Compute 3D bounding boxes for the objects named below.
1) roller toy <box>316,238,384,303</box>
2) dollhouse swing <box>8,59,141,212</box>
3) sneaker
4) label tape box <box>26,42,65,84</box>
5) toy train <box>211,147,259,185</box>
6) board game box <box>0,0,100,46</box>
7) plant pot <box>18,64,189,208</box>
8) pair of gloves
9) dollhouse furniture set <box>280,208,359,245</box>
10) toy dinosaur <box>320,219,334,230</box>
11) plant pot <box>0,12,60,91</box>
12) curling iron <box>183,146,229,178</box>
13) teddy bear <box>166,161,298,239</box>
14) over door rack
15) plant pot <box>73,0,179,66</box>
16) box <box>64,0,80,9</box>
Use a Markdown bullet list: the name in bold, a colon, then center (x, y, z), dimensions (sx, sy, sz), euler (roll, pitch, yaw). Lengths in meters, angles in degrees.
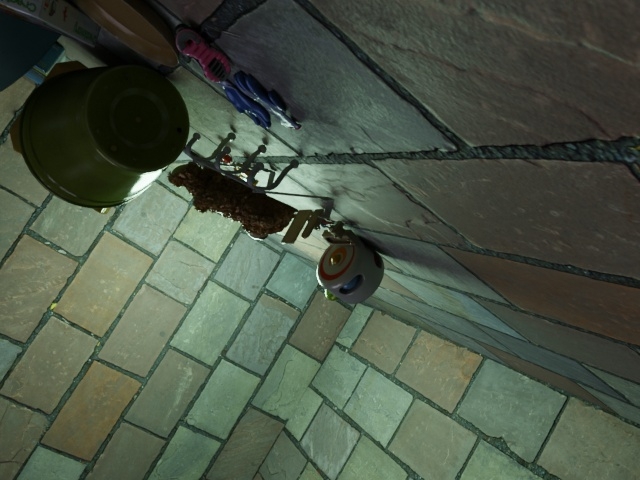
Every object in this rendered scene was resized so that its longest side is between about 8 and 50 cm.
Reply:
- **roller toy**: center (0.090, 0.086, 1.779), dimensions (0.146, 0.209, 0.191), euler (37, 157, -33)
- **dollhouse swing**: center (-0.674, -0.302, 1.655), dimensions (0.305, 0.346, 0.315), euler (32, 173, -15)
- **sneaker**: center (-0.193, -0.307, 0.921), dimensions (0.119, 0.047, 0.057), euler (41, -170, -50)
- **label tape box**: center (-0.857, -0.564, 1.603), dimensions (0.241, 0.105, 0.334), euler (34, 171, -23)
- **toy train**: center (-0.240, -0.218, 1.665), dimensions (0.125, 0.046, 0.166), euler (29, 169, 28)
- **board game box**: center (-0.538, -0.429, 1.018), dimensions (0.193, 0.053, 0.305), euler (19, -172, -8)
- **plant pot**: center (-0.494, -0.267, 1.370), dimensions (0.366, 0.366, 0.353), euler (36, 159, -32)
- **pair of gloves**: center (-0.123, -0.253, 1.038), dimensions (0.159, 0.023, 0.198), euler (37, 171, -40)
- **dollhouse furniture set**: center (0.000, 0.000, 1.696), dimensions (0.144, 0.123, 0.151), euler (0, 143, 47)
- **toy dinosaur**: center (0.001, -0.066, 1.793), dimensions (0.082, 0.047, 0.090), euler (40, 139, 1)
- **plant pot**: center (-0.709, -0.453, 1.247), dimensions (0.166, 0.234, 0.165), euler (25, 170, 44)
- **curling iron**: center (-0.410, -0.263, 2.068), dimensions (0.274, 0.035, 0.068), euler (36, 171, -32)
- **teddy bear**: center (-0.228, -0.098, 1.425), dimensions (0.338, 0.113, 0.245), euler (25, -173, 1)
- **over door rack**: center (-0.133, -0.170, 1.380), dimensions (0.240, 0.108, 0.324), euler (28, -174, 34)
- **plant pot**: center (-0.339, -0.389, 0.974), dimensions (0.236, 0.032, 0.236), euler (30, 173, 4)
- **box**: center (-0.488, -0.471, 1.048), dimensions (0.136, 0.028, 0.081), euler (29, 172, 32)
